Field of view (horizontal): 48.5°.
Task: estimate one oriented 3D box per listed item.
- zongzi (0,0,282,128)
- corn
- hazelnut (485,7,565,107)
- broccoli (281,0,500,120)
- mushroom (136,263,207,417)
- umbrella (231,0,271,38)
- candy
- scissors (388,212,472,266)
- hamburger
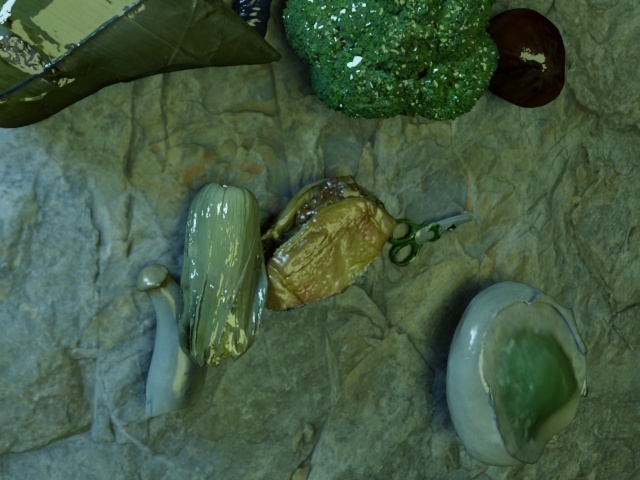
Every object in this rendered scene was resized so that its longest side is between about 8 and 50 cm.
[{"bbox_3d":[-0.289,-0.257,1.022,0.393,0.174,0.356,37,86,-31],"label":"zongzi"},{"bbox_3d":[-0.165,0.057,1.186,0.123,0.122,0.305,9,77,-46],"label":"corn"},{"bbox_3d":[0.403,-0.354,1.399,0.178,0.178,0.204,-37,120,-15],"label":"hazelnut"},{"bbox_3d":[0.114,-0.372,1.157,0.321,0.310,0.413,-26,82,-28],"label":"broccoli"},{"bbox_3d":[-0.255,0.170,1.231,0.118,0.103,0.270,-8,98,-37],"label":"mushroom"},{"bbox_3d":[-0.088,-0.424,1.164,0.071,0.071,0.248,27,82,-33],"label":"umbrella"},{"bbox_3d":[0.428,0.291,1.604,0.386,0.186,0.427,-35,117,-26],"label":"candy"},{"bbox_3d":[0.230,-0.020,1.487,0.204,0.027,0.101,-22,118,-21],"label":"scissors"},{"bbox_3d":[0.000,0.000,1.285,0.282,0.155,0.245,0,103,-28],"label":"hamburger"}]
